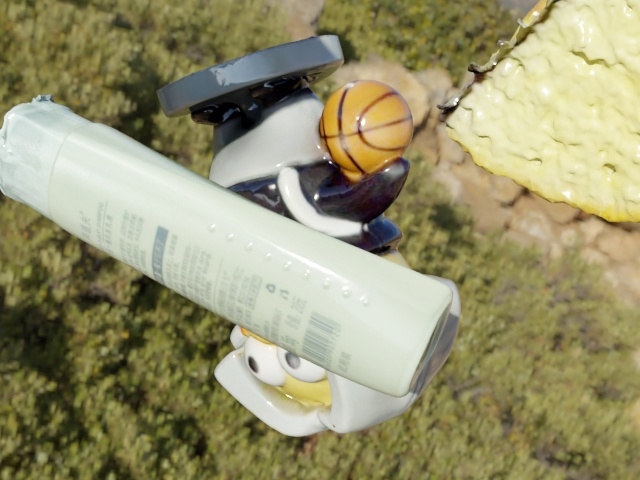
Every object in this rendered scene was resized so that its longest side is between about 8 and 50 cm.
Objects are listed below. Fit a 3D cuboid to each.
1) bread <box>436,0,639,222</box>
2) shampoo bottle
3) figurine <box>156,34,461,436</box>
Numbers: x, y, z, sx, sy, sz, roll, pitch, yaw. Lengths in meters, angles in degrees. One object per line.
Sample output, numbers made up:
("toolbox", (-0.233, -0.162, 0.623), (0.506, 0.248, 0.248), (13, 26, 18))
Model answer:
("bread", (0.165, -0.087, 0.450), (0.134, 0.260, 0.129), (44, 47, 2))
("shampoo bottle", (-0.046, 0.001, 0.513), (0.212, 0.072, 0.049), (28, 59, 10))
("figurine", (0.000, 0.000, 0.710), (0.133, 0.236, 0.176), (-21, 7, -42))
